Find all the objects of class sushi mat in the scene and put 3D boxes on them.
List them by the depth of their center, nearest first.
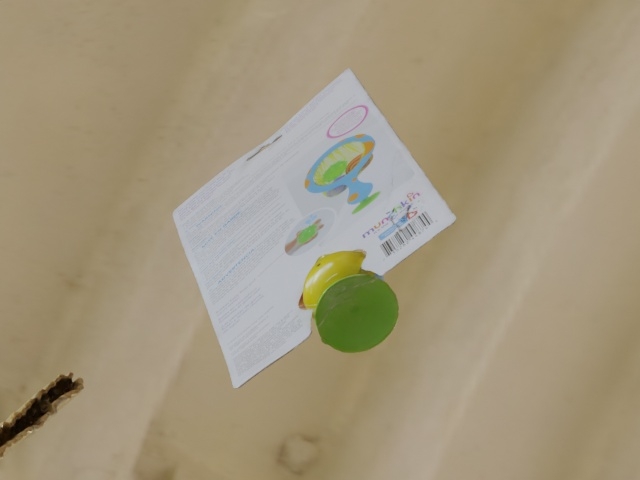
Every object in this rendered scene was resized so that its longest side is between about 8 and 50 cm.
[{"bbox_3d":[-0.258,0.182,1.036,0.019,0.316,0.151,49,-154,-2],"label":"sushi mat"}]

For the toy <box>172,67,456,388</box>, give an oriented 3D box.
[{"bbox_3d":[0.000,0.000,1.047,0.137,0.237,0.056,-38,-68,5],"label":"toy"}]
